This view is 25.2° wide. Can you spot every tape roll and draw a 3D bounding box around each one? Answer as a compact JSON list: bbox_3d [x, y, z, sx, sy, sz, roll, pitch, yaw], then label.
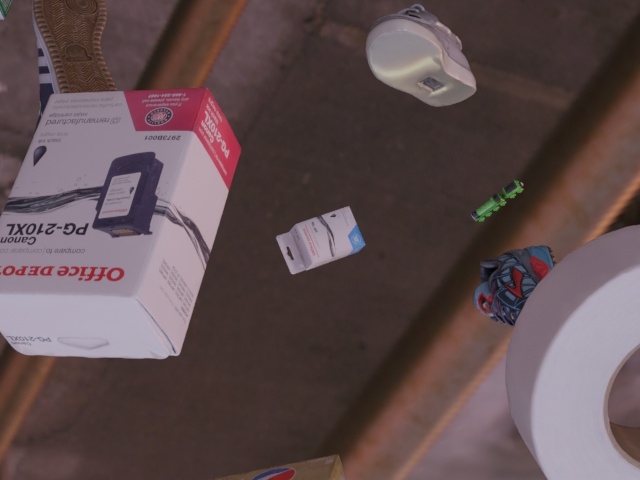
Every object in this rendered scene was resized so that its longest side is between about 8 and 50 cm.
[{"bbox_3d":[0.318,0.132,1.326,0.286,0.100,0.286,-3,108,-8],"label":"tape roll"}]

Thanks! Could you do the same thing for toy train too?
[{"bbox_3d":[0.232,-0.052,1.891,0.083,0.017,0.023,-38,158,24],"label":"toy train"}]

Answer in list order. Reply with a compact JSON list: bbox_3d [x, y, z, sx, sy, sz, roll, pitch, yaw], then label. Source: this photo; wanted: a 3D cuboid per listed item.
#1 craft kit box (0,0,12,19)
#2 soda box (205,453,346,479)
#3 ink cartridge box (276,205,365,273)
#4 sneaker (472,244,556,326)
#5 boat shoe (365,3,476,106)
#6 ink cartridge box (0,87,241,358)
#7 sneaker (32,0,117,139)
[{"bbox_3d":[-0.479,-0.416,1.831,0.246,0.250,0.061,10,153,11],"label":"craft kit box"},{"bbox_3d":[-0.066,0.247,1.297,0.181,0.061,0.058,-12,102,11],"label":"soda box"},{"bbox_3d":[0.000,0.000,1.544,0.083,0.048,0.028,-20,170,-22],"label":"ink cartridge box"},{"bbox_3d":[0.274,0.097,1.971,0.125,0.262,0.104,-4,114,0],"label":"sneaker"},{"bbox_3d":[0.105,-0.215,1.590,0.079,0.081,0.227,-22,160,21],"label":"boat shoe"},{"bbox_3d":[-0.192,-0.018,1.310,0.172,0.237,0.100,0,144,21],"label":"ink cartridge box"},{"bbox_3d":[-0.338,-0.218,1.907,0.099,0.282,0.153,-1,148,-24],"label":"sneaker"}]
